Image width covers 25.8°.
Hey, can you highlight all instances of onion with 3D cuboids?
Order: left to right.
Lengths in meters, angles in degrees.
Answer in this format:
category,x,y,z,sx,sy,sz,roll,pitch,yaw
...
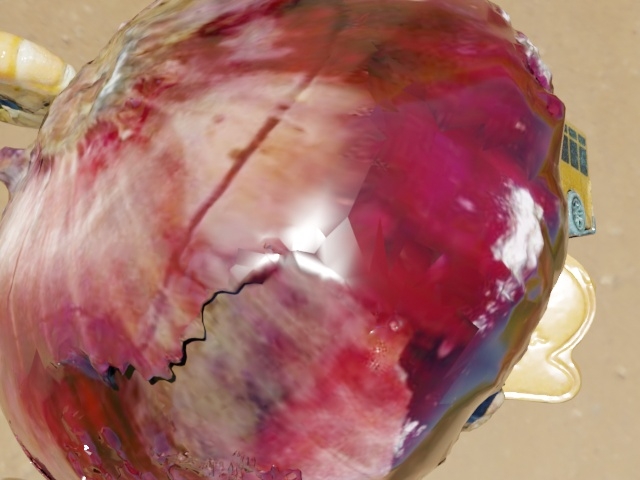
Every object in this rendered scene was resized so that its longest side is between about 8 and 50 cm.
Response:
category,x,y,z,sx,sy,sz,roll,pitch,yaw
onion,-0.008,0.006,0.539,0.219,0.252,0.252,34,93,-29

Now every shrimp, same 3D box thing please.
category,x,y,z,sx,sy,sz,roll,pitch,yaw
shrimp,-0.291,-0.137,1.077,0.236,0.133,0.053,16,76,-10

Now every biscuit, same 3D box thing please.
category,x,y,z,sx,sy,sz,roll,pitch,yaw
biscuit,0.146,0.072,1.028,0.140,0.118,0.023,-45,171,6

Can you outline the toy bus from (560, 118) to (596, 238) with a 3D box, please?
category,x,y,z,sx,sy,sz,roll,pitch,yaw
toy bus,0.125,-0.057,1.002,0.182,0.091,0.103,21,65,-56

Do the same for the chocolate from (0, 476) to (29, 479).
category,x,y,z,sx,sy,sz,roll,pitch,yaw
chocolate,-0.241,0.307,1.327,0.157,0.254,0.080,-53,169,-53
